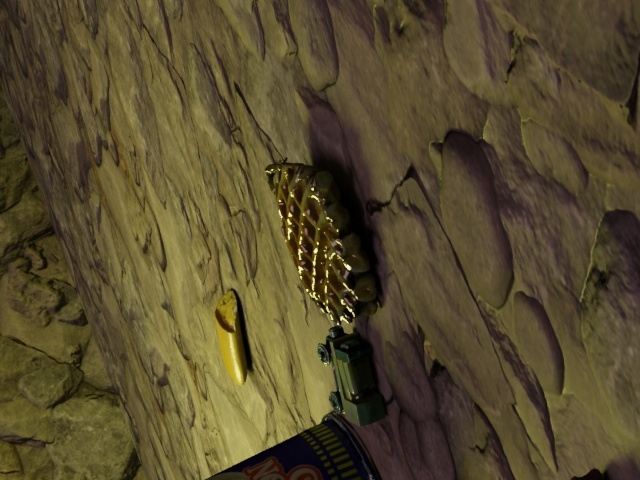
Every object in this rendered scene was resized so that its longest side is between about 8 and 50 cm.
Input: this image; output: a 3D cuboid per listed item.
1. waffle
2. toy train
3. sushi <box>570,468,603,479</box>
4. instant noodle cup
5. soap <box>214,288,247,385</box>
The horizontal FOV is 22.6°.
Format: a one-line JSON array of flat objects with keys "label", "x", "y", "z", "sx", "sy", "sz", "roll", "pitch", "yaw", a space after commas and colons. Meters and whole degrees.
[{"label": "waffle", "x": 0.000, "y": 0.000, "z": 1.834, "sx": 0.214, "sy": 0.054, "sz": 0.207, "roll": 20, "pitch": 129, "yaw": 67}, {"label": "toy train", "x": 0.036, "y": 0.164, "z": 1.900, "sx": 0.081, "sy": 0.050, "sz": 0.122, "roll": 21, "pitch": 126, "yaw": 64}, {"label": "sushi", "x": 0.231, "y": 0.315, "z": 1.282, "sx": 0.161, "sy": 0.241, "sz": 0.107, "roll": 22, "pitch": 146, "yaw": 19}, {"label": "instant noodle cup", "x": -0.085, "y": 0.403, "z": 2.073, "sx": 0.284, "sy": 0.312, "sz": 0.284, "roll": 163, "pitch": 90, "yaw": -75}, {"label": "soap", "x": -0.141, "y": 0.149, "z": 2.498, "sx": 0.089, "sy": 0.033, "sz": 0.168, "roll": -138, "pitch": 35, "yaw": -56}]
